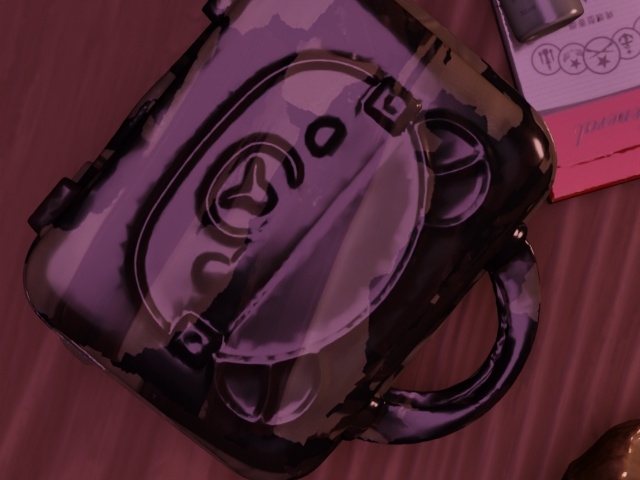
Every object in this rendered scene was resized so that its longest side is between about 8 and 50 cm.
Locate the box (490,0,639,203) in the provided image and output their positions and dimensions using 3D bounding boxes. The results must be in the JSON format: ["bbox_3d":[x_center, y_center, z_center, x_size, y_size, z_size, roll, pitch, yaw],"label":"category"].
[{"bbox_3d":[0.205,-0.162,1.201,0.139,0.035,0.245,-17,91,3],"label":"box"}]

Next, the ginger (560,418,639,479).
[{"bbox_3d":[0.210,0.257,1.132,0.130,0.221,0.275,13,84,-7],"label":"ginger"}]

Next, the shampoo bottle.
[{"bbox_3d":[0.131,-0.244,1.161,0.056,0.056,0.195,-25,88,3],"label":"shampoo bottle"}]

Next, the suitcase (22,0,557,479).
[{"bbox_3d":[0.000,0.000,1.140,0.339,0.194,0.351,39,94,-5],"label":"suitcase"}]
